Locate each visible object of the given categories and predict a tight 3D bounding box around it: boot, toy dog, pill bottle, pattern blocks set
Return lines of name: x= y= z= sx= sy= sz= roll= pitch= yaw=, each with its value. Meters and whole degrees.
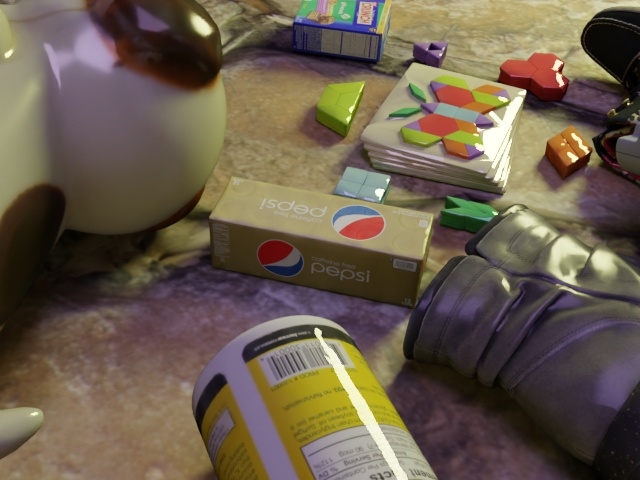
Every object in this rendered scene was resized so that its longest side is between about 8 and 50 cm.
boot: x=0.241 y=0.026 z=0.665 sx=0.338 sy=0.118 sz=0.223 roll=-30 pitch=48 yaw=-33
boot: x=0.336 y=-0.157 z=0.891 sx=0.178 sy=0.085 sz=0.236 roll=-30 pitch=55 yaw=-28
toy dog: x=-0.252 y=-0.066 z=0.622 sx=0.395 sy=0.284 sz=0.408 roll=32 pitch=48 yaw=28
pill bottle: x=0.009 y=0.155 z=0.504 sx=0.119 sy=0.119 sz=0.208 roll=-15 pitch=45 yaw=-18
pattern blocks set: x=0.137 y=-0.124 z=0.891 sx=0.285 sy=0.026 sz=0.325 roll=7 pitch=42 yaw=5

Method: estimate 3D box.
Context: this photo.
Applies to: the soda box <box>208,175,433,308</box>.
soda box: x=0.000 y=0.000 z=0.721 sx=0.181 sy=0.058 sz=0.061 roll=12 pitch=43 yaw=9

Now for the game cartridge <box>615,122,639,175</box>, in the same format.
game cartridge: x=0.431 y=-0.078 z=0.721 sx=0.294 sy=0.060 sz=0.196 roll=-11 pitch=17 yaw=-22

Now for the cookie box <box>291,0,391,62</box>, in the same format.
cookie box: x=0.027 y=-0.259 z=1.024 sx=0.107 sy=0.040 sz=0.092 roll=9 pitch=42 yaw=6
